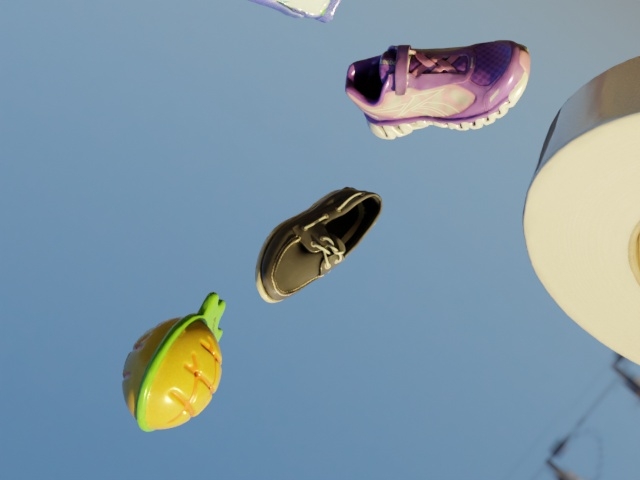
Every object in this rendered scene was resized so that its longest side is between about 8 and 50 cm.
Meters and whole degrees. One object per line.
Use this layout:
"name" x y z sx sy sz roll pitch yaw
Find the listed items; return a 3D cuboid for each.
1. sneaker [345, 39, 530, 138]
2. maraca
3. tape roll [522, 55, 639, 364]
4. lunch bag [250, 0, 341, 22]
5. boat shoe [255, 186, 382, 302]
"sneaker" 0.120 -0.179 1.950 0.104 0.236 0.095 35 -123 -40
"maraca" -0.151 0.132 1.912 0.099 0.127 0.185 24 -141 14
"tape roll" 0.356 0.001 1.410 0.392 0.392 0.072 32 -125 -14
"lunch bag" -0.032 -0.211 0.991 0.129 0.151 0.096 16 -178 -22
"boat shoe" 0.000 0.000 2.019 0.206 0.065 0.075 -44 -64 -42
